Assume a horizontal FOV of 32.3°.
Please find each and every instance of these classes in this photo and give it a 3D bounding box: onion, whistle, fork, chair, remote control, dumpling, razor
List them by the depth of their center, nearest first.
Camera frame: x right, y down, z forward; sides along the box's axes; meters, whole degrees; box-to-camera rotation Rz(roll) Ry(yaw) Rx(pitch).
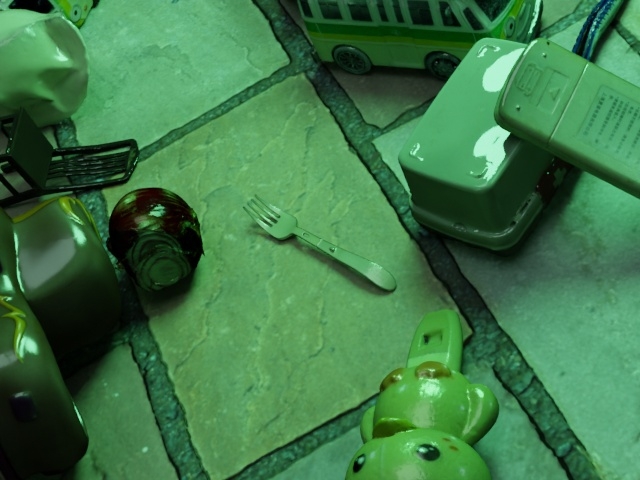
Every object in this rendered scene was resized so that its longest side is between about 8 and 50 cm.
[{"bbox_3d":[0.089,0.169,1.011,0.141,0.141,0.294,-10,51,16],"label":"whistle"},{"bbox_3d":[0.286,-0.107,1.075,0.233,0.038,0.098,27,84,1],"label":"remote control"},{"bbox_3d":[0.001,0.004,1.245,0.219,0.028,0.034,29,63,32],"label":"fork"},{"bbox_3d":[-0.193,-0.007,1.274,0.118,0.117,0.119,-5,36,4],"label":"onion"},{"bbox_3d":[0.335,-0.289,1.299,0.056,0.093,0.324,24,67,-4],"label":"razor"},{"bbox_3d":[-0.351,-0.115,1.429,0.212,0.101,0.084,-11,52,17],"label":"chair"},{"bbox_3d":[-0.414,-0.227,1.501,0.215,0.167,0.126,-18,21,-3],"label":"dumpling"}]

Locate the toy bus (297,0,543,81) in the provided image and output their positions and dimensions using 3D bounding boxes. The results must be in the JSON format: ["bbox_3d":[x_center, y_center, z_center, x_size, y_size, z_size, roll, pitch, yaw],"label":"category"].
[{"bbox_3d":[0.110,-0.291,1.320,0.276,0.165,0.134,9,61,29],"label":"toy bus"}]

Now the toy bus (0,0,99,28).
[{"bbox_3d":[-0.502,-0.359,1.647,0.305,0.143,0.179,6,61,26],"label":"toy bus"}]

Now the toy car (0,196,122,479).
[{"bbox_3d":[-0.323,0.103,1.175,0.240,0.271,0.341,-19,52,-12],"label":"toy car"}]

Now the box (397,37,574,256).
[{"bbox_3d":[0.185,-0.101,1.169,0.148,0.129,0.210,21,67,35],"label":"box"}]
